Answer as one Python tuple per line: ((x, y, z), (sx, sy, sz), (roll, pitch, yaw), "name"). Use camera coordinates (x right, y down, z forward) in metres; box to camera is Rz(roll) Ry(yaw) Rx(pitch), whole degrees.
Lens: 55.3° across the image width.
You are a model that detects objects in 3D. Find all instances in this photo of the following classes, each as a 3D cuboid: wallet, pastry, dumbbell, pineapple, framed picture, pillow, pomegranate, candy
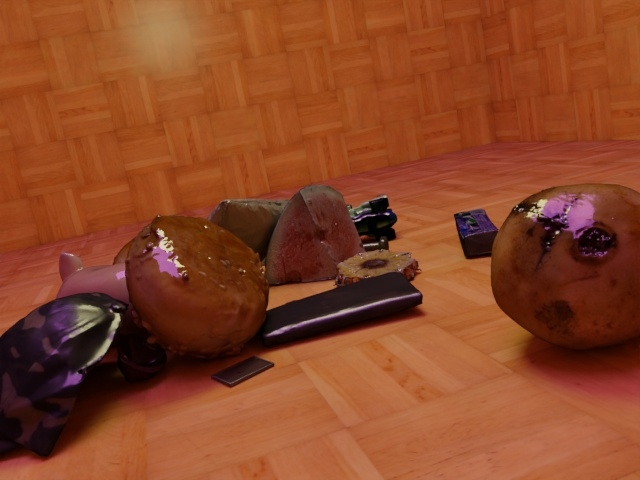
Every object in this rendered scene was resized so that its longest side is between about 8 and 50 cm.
((0.031, 0.132, 1.178), (0.309, 0.042, 0.165), (-16, 11, -6), "wallet")
((-0.236, 0.092, 1.142), (0.184, 0.284, 0.316), (-51, 23, 20), "pastry")
((0.123, 0.019, 1.627), (0.117, 0.046, 0.052), (-7, 17, 15), "dumbbell")
((0.122, 0.068, 1.395), (0.221, 0.048, 0.221), (-11, 13, 3), "pineapple")
((-0.129, 0.216, 1.017), (0.089, 0.007, 0.066), (-20, 14, -38), "framed picture")
((-0.205, 0.002, 1.536), (0.280, 0.076, 0.274), (0, -41, -52), "pillow")
((0.373, 0.037, 0.868), (0.260, 0.261, 0.260), (-10, 12, 2), "pomegranate")
((0.393, -0.025, 1.549), (0.088, 0.061, 0.312), (-10, 11, 11), "candy")

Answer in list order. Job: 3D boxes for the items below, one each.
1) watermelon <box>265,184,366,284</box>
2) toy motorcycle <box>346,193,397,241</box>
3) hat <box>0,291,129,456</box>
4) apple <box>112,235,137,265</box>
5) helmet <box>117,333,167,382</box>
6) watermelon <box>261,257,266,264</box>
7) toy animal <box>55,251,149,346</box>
((0.000, 0.000, 1.521), (0.201, 0.262, 0.212), (28, 27, 25), "watermelon")
((0.060, -0.031, 1.764), (0.330, 0.125, 0.196), (-15, 14, -5), "toy motorcycle")
((-0.521, 0.207, 0.986), (0.381, 0.258, 0.366), (6, 5, -15), "hat")
((-0.393, 0.069, 1.675), (0.345, 0.254, 0.179), (-16, -30, -31), "apple")
((-0.322, 0.216, 1.066), (0.089, 0.057, 0.111), (31, 14, -8), "helmet")
((-0.166, 0.030, 1.801), (0.094, 0.081, 0.180), (7, 24, -17), "watermelon")
((-0.410, 0.125, 1.267), (0.256, 0.195, 0.213), (-13, -29, 26), "toy animal")
